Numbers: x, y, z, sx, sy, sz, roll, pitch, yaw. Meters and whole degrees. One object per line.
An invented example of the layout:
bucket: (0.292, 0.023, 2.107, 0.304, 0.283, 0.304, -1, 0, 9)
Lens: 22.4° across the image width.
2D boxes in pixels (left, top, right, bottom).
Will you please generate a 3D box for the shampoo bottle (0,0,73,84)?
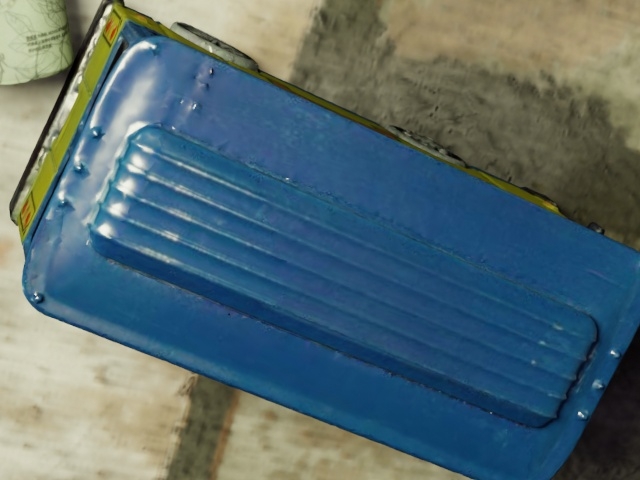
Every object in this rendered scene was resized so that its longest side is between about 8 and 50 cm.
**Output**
shampoo bottle: (-0.161, -0.180, 0.778, 0.065, 0.065, 0.204, -10, 109, -10)

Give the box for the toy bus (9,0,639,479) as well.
toy bus: (0.000, 0.000, 0.813, 0.288, 0.175, 0.138, 23, 99, -19)
